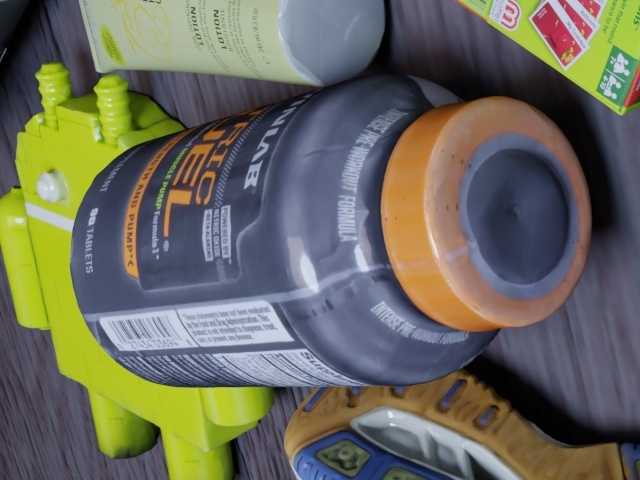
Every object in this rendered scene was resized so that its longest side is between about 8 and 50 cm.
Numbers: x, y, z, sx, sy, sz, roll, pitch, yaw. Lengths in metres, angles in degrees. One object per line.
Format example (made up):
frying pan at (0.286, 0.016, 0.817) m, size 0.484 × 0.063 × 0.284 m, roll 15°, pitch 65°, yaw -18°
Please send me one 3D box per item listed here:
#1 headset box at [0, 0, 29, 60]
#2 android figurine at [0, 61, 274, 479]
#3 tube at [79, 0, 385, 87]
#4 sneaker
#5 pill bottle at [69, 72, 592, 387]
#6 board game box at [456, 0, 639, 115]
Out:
headset box at (-0.306, -0.177, 0.821) m, size 0.293 × 0.110 × 0.218 m, roll 59°, pitch 141°, yaw 9°
android figurine at (-0.118, 0.024, 0.803) m, size 0.248 × 0.056 × 0.273 m, roll 20°, pitch 126°, yaw 44°
tube at (-0.066, -0.117, 0.659) m, size 0.240 × 0.062 × 0.070 m, roll 18°, pitch 85°, yaw 50°
sneaker at (0.114, 0.154, 0.568) m, size 0.296 × 0.112 × 0.131 m, roll 28°, pitch 146°, yaw 42°
pill bottle at (0.000, 0.000, 0.579) m, size 0.245 × 0.130 × 0.130 m, roll -9°, pitch 102°, yaw 52°
board game box at (0.107, -0.144, 0.438) m, size 0.092 × 0.043 × 0.181 m, roll 41°, pitch 137°, yaw 29°
